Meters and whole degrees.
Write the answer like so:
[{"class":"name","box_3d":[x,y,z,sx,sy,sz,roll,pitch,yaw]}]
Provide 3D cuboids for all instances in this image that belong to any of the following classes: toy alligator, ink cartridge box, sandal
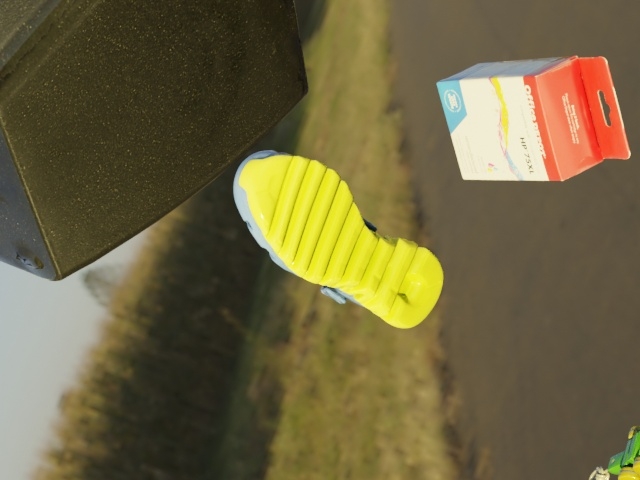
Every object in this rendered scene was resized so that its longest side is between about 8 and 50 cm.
[{"class":"toy alligator","box_3d":[0.318,0.218,1.658,0.190,0.051,0.056,118,173,-64]},{"class":"ink cartridge box","box_3d":[0.256,-0.146,2.050,0.078,0.134,0.231,-26,16,-32]},{"class":"sandal","box_3d":[0.000,0.000,1.963,0.138,0.317,0.126,17,72,48]}]

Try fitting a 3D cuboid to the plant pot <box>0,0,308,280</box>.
[{"class":"plant pot","box_3d":[-0.135,-0.097,0.751,0.167,0.188,0.187,-56,-25,-30]}]
